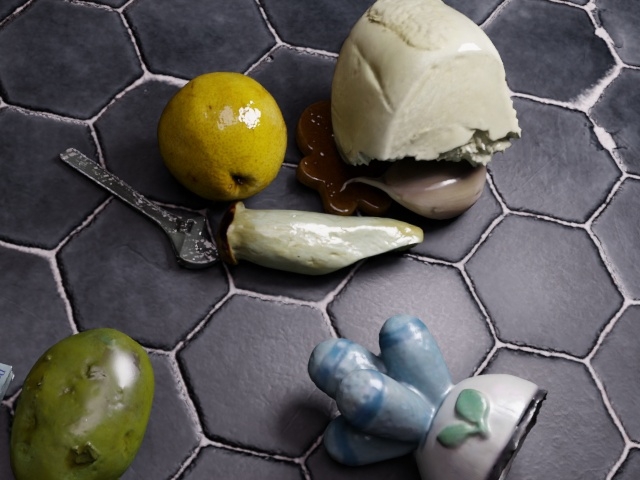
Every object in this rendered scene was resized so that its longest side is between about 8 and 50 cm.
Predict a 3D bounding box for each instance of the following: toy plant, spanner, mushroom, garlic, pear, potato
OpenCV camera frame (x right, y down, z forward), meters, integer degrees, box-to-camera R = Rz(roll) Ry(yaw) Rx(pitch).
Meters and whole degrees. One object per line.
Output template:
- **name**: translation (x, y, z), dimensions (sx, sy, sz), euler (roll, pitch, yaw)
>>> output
- **toy plant**: translation (0.132, 0.239, 1.573), dimensions (0.332, 0.247, 0.247), euler (29, 60, 14)
- **spanner**: translation (-0.292, -0.056, 1.764), dimensions (0.325, 0.026, 0.093), euler (33, 62, 11)
- **mushroom**: translation (-0.001, 0.004, 1.746), dimensions (0.333, 0.087, 0.107), euler (7, 75, -11)
- **garlic**: translation (0.176, -0.095, 1.809), dimensions (0.266, 0.148, 0.128), euler (-20, 106, -39)
- **pear**: translation (-0.154, -0.159, 1.744), dimensions (0.209, 0.209, 0.209), euler (4, 60, -8)
- **potato**: translation (-0.332, 0.245, 1.519), dimensions (0.186, 0.148, 0.253), euler (24, 67, 22)

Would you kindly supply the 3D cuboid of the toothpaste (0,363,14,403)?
- **toothpaste**: translation (-0.486, 0.251, 1.548), dimensions (0.046, 0.034, 0.164), euler (15, 60, -1)

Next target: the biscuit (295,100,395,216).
- **biscuit**: translation (0.038, -0.138, 1.855), dimensions (0.180, 0.039, 0.236), euler (-5, 61, -20)

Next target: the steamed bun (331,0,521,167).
- **steamed bun**: translation (0.140, -0.234, 1.755), dimensions (0.272, 0.273, 0.290), euler (-29, 35, -16)
